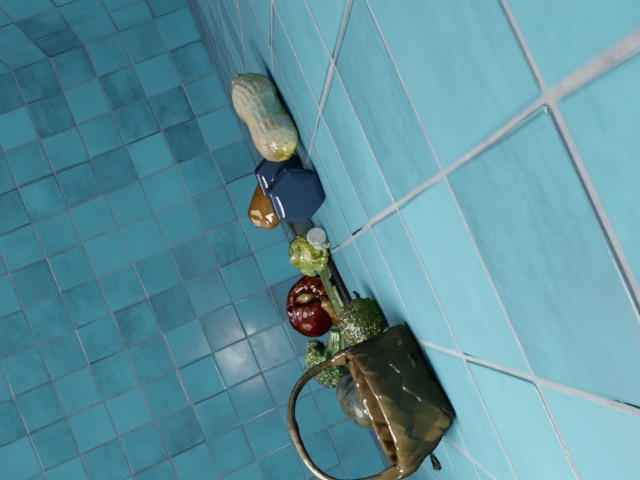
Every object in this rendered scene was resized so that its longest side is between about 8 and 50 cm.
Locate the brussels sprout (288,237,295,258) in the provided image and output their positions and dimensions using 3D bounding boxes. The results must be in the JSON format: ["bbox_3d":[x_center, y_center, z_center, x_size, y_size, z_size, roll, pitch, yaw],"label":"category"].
[{"bbox_3d":[-0.067,0.049,2.276,0.155,0.117,0.155,57,160,33],"label":"brussels sprout"}]

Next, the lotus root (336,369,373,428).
[{"bbox_3d":[0.151,0.543,1.979,0.175,0.174,0.349,68,169,-11],"label":"lotus root"}]

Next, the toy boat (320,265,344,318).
[{"bbox_3d":[0.062,0.207,2.034,0.093,0.055,0.293,77,169,-69],"label":"toy boat"}]

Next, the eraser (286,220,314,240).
[{"bbox_3d":[-0.075,-0.053,2.176,0.352,0.077,0.111,58,172,53],"label":"eraser"}]

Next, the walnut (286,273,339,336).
[{"bbox_3d":[-0.001,0.261,2.207,0.269,0.243,0.222,59,-138,-61],"label":"walnut"}]

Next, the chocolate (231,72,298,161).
[{"bbox_3d":[-0.153,-0.346,1.576,0.309,0.134,0.134,60,171,27],"label":"chocolate"}]

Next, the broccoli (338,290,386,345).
[{"bbox_3d":[0.106,0.206,1.449,0.131,0.130,0.120,29,-164,35],"label":"broccoli"}]

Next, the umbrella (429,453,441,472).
[{"bbox_3d":[0.303,0.587,1.542,0.031,0.020,0.083,25,-164,-28],"label":"umbrella"}]

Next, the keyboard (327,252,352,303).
[{"bbox_3d":[0.076,0.168,1.942,0.101,0.018,0.310,79,166,-64],"label":"keyboard"}]

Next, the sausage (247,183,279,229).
[{"bbox_3d":[-0.185,-0.158,2.167,0.120,0.136,0.241,29,-103,-67],"label":"sausage"}]

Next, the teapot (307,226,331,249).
[{"bbox_3d":[0.000,0.000,1.843,0.083,0.064,0.064,29,165,23],"label":"teapot"}]

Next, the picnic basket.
[{"bbox_3d":[0.089,0.370,1.222,0.337,0.337,0.293,78,167,-61],"label":"picnic basket"}]

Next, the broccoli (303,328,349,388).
[{"bbox_3d":[0.041,0.526,2.518,0.288,0.235,0.260,-128,16,-82],"label":"broccoli"}]

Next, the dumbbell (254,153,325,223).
[{"bbox_3d":[-0.094,-0.157,1.638,0.316,0.143,0.157,-127,16,-67],"label":"dumbbell"}]

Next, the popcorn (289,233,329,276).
[{"bbox_3d":[-0.034,0.044,1.934,0.141,0.136,0.162,44,-164,17],"label":"popcorn"}]
